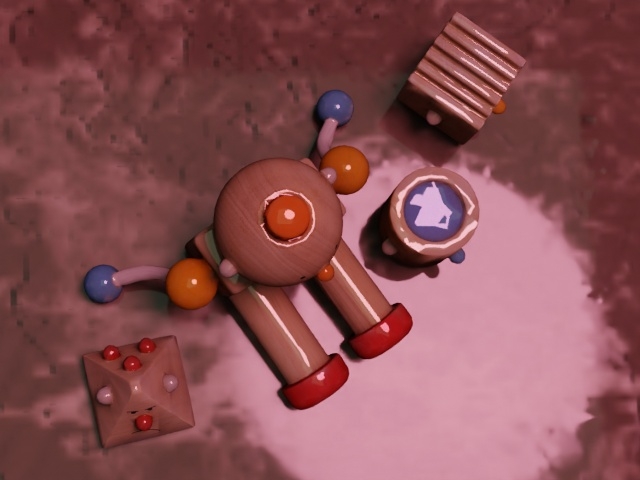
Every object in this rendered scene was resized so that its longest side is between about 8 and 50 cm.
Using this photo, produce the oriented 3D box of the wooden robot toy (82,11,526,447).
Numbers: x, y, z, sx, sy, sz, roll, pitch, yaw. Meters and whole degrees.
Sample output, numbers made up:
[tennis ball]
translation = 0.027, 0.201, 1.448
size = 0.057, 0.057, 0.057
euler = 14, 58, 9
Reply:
[wooden robot toy]
translation = 0.000, 0.000, 0.382
size = 0.173, 0.079, 0.076
euler = -38, 87, -9
